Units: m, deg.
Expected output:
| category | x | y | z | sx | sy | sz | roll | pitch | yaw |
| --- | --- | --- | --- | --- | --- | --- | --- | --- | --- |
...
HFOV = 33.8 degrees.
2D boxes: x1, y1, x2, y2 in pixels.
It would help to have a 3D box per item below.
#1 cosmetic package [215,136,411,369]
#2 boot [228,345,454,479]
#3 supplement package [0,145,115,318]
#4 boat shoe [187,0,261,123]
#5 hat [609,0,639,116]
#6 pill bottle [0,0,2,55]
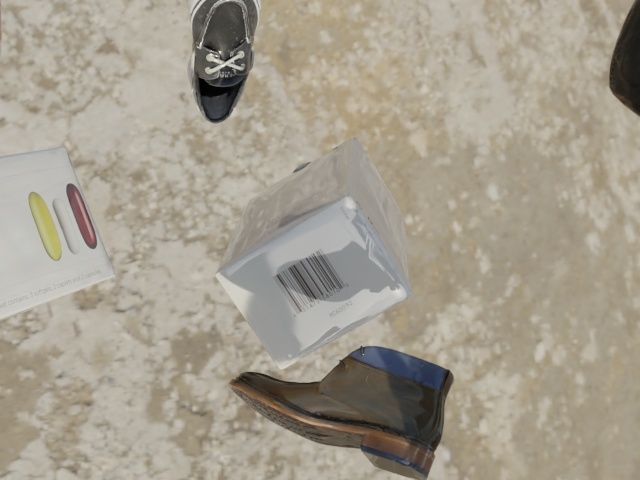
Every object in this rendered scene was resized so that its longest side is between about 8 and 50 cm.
| category | x | y | z | sx | sy | sz | roll | pitch | yaw |
| --- | --- | --- | --- | --- | --- | --- | --- | --- | --- |
| cosmetic package | 0.000 | 0.000 | 1.401 | 0.155 | 0.197 | 0.365 | 57 | 13 | -11 |
| boot | 0.023 | 0.147 | 1.031 | 0.106 | 0.219 | 0.082 | -63 | 159 | -20 |
| supplement package | -0.361 | 0.022 | 0.979 | 0.145 | 0.204 | 0.262 | 68 | 24 | -2 |
| boat shoe | -0.147 | -0.278 | 1.563 | 0.108 | 0.301 | 0.102 | -4 | 66 | -17 |
| hat | 0.296 | -0.141 | 0.753 | 0.331 | 0.134 | 0.331 | -30 | 134 | -38 |
| pill bottle | -0.483 | -0.309 | 1.202 | 0.229 | 0.229 | 0.407 | -7 | 101 | -48 |
